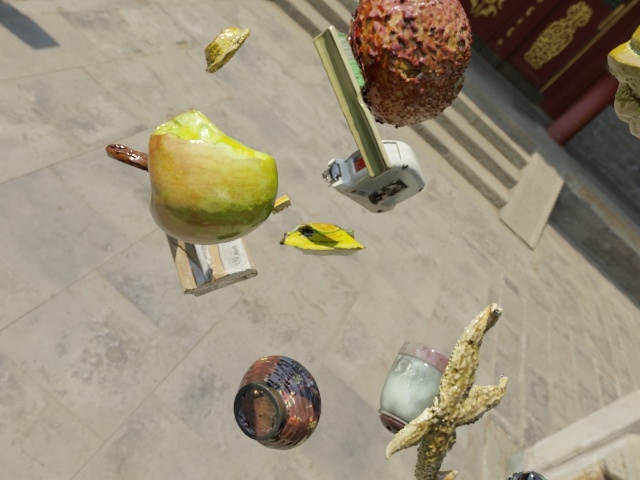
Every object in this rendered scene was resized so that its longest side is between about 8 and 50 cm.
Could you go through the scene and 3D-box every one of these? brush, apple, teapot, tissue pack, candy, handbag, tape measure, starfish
[{"bbox_3d":[0.063,-0.251,0.984,0.048,0.054,0.282,-17,84,-44],"label":"brush"},{"bbox_3d":[-0.194,-0.112,0.982,0.226,0.246,0.246,2,45,-16],"label":"apple"},{"bbox_3d":[0.362,0.560,1.920,0.315,0.312,0.233,15,-24,46],"label":"teapot"},{"bbox_3d":[-0.336,-0.016,1.570,0.239,0.239,0.305,-7,75,-53],"label":"tissue pack"},{"bbox_3d":[0.000,0.000,1.254,0.187,0.081,0.297,3,8,0],"label":"candy"},{"bbox_3d":[-0.155,-0.136,2.086,0.027,0.083,0.061,57,-4,22],"label":"handbag"},{"bbox_3d":[0.185,-0.198,1.716,0.258,0.265,0.130,29,44,-45],"label":"tape measure"},{"bbox_3d":[0.332,0.377,1.254,0.324,0.432,0.082,40,-7,-40],"label":"starfish"}]

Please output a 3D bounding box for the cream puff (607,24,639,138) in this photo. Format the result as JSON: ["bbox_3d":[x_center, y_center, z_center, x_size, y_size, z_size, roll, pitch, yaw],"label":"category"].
[{"bbox_3d":[0.810,-0.362,1.279,0.270,0.274,0.323,2,33,-17],"label":"cream puff"}]

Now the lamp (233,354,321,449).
[{"bbox_3d":[-0.107,0.419,1.411,0.247,0.247,0.247,30,33,-22],"label":"lamp"}]

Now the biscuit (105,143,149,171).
[{"bbox_3d":[-0.465,-0.207,1.412,0.192,0.049,0.192,18,1,0],"label":"biscuit"}]

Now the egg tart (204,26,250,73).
[{"bbox_3d":[-0.203,-0.405,1.136,0.049,0.129,0.128,43,28,-23],"label":"egg tart"}]

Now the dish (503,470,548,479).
[{"bbox_3d":[0.519,0.603,1.343,0.141,0.078,0.141,-2,15,1],"label":"dish"}]

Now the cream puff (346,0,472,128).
[{"bbox_3d":[0.205,-0.408,1.160,0.350,0.229,0.350,-2,90,-65],"label":"cream puff"}]
